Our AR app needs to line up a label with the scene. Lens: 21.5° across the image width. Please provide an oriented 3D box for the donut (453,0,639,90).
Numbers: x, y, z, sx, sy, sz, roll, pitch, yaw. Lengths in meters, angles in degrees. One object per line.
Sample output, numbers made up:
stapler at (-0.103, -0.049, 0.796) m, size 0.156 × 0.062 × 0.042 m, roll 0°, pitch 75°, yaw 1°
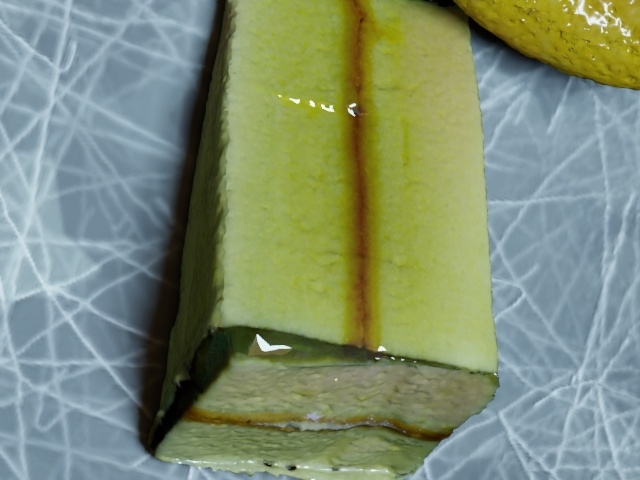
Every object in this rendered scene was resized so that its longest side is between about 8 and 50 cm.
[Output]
donut at (0.168, -0.194, 0.920) m, size 0.277 × 0.277 × 0.108 m, roll 29°, pitch 49°, yaw -15°

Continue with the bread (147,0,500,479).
bread at (0.001, -0.004, 0.987) m, size 0.168 × 0.163 × 0.264 m, roll 11°, pitch 57°, yaw -15°
